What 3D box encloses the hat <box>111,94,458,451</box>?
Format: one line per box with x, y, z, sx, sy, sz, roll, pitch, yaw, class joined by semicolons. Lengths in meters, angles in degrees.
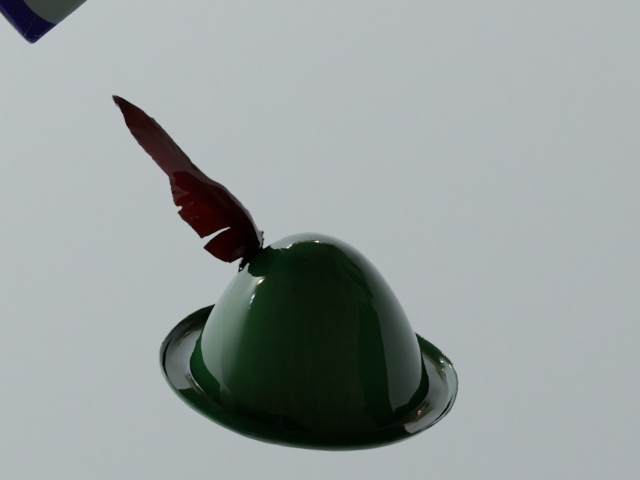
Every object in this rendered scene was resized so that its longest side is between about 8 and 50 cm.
0.000;0.000;1.105;0.173;0.184;0.208;16;-156;18;hat

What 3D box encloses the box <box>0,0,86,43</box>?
-0.112;-0.171;0.993;0.137;0.126;0.072;-37;-78;3;box
